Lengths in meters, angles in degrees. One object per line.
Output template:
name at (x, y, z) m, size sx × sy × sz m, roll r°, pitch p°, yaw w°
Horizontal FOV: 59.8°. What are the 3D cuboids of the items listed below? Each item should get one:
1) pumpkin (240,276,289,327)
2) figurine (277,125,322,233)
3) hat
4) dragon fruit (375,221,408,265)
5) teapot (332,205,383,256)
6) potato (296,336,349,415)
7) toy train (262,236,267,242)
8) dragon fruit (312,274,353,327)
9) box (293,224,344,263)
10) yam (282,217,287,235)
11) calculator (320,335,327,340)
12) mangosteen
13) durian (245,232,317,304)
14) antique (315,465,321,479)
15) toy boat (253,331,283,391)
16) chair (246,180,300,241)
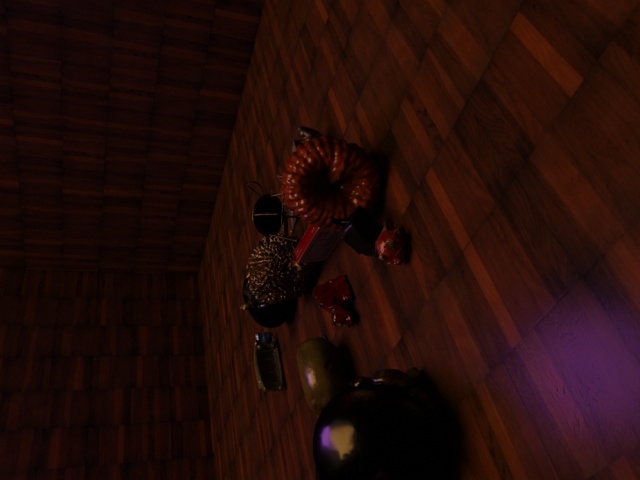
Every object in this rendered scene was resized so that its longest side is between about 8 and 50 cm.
pumpkin at (-0.224, 0.235, 2.260) m, size 0.250 × 0.216 × 0.250 m, roll 50°, pitch 154°, yaw 35°
figurine at (-0.079, -0.216, 2.024) m, size 0.207 × 0.166 × 0.386 m, roll -118°, pitch 39°, yaw -58°
hat at (0.019, -0.200, 1.686) m, size 0.400 × 0.285 × 0.285 m, roll -111°, pitch 30°, yaw -68°
dragon fruit at (0.183, 0.006, 1.433) m, size 0.086 × 0.081 × 0.116 m, roll 145°, pitch 126°, yaw -77°
teapot at (0.108, -0.011, 1.515) m, size 0.096 × 0.177 × 0.087 m, roll -36°, pitch 21°, yaw 42°
potato at (0.008, 0.416, 1.712) m, size 0.228 × 0.149 × 0.197 m, roll -109°, pitch 17°, yaw -59°
toy train at (-0.205, 0.036, 2.462) m, size 0.234 × 0.052 × 0.051 m, roll -142°, pitch 63°, yaw -65°
dragon fruit at (0.067, 0.204, 1.746) m, size 0.092 × 0.122 × 0.192 m, roll 60°, pitch 177°, yaw -36°
box at (0.000, 0.000, 1.844) m, size 0.229 × 0.123 × 0.050 m, roll -57°, pitch 46°, yaw 51°
yam at (-0.157, -0.044, 2.381) m, size 0.033 × 0.027 × 0.129 m, roll -9°, pitch 73°, yaw 28°
calculator at (0.024, 0.399, 1.863) m, size 0.172 × 0.018 × 0.057 m, roll -108°, pitch 29°, yaw -41°
mangosteen at (0.120, 0.438, 1.237) m, size 0.313 × 0.297 × 0.297 m, roll -113°, pitch 33°, yaw -43°
durian at (-0.138, 0.099, 2.049) m, size 0.293 × 0.258 × 0.258 m, roll -50°, pitch 38°, yaw 33°
antique at (-0.005, 0.842, 1.862) m, size 0.031 × 0.015 × 0.192 m, roll 149°, pitch 123°, yaw -66°
toy boat at (-0.224, 0.521, 2.349) m, size 0.084 × 0.111 × 0.276 m, roll 108°, pitch 154°, yaw -45°
chair at (-0.172, -0.096, 1.948) m, size 0.326 × 0.159 × 0.170 m, roll 6°, pitch 48°, yaw 46°
